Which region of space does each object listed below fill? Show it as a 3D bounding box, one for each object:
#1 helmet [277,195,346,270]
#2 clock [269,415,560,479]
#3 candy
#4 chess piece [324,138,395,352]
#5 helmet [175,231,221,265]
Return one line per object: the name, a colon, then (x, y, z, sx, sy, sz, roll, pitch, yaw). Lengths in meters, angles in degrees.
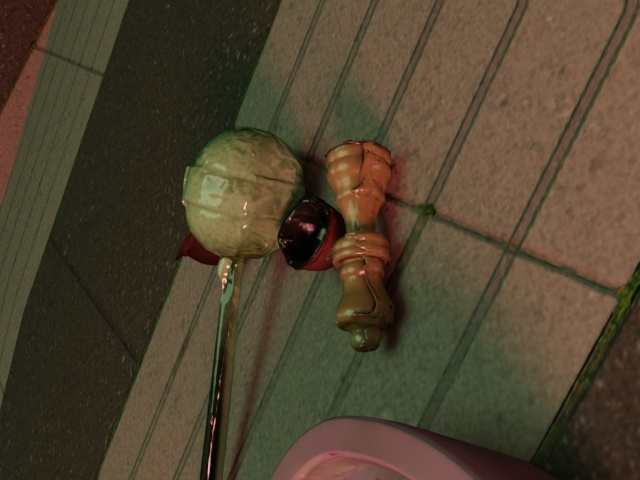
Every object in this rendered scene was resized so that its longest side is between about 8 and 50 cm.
helmet: (0.001, 0.001, 0.807, 0.065, 0.049, 0.084, -54, 31, 13)
clock: (0.046, 0.272, 0.533, 0.338, 0.102, 0.338, -38, 43, 45)
candy: (-0.096, 0.109, 0.894, 0.119, 0.119, 0.440, 13, 95, 61)
chess piece: (0.034, 0.006, 0.743, 0.060, 0.060, 0.172, -33, 52, 51)
helmet: (-0.104, -0.003, 0.986, 0.111, 0.057, 0.089, -53, 1, 44)
